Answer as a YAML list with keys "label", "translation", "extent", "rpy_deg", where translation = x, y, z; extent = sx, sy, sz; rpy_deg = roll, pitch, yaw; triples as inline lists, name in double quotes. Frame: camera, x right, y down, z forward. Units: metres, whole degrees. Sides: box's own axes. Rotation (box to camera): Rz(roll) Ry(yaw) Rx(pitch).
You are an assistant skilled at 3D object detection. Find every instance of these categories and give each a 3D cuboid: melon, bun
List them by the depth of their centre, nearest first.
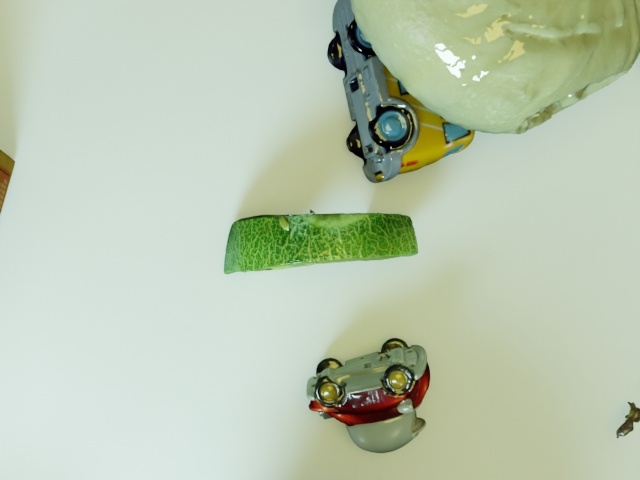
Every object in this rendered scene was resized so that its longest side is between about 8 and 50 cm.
- label: "bun"
  translation: [0.212, -0.296, 1.694]
  extent: [0.364, 0.202, 0.364]
  rpy_deg: [13, 66, -31]
- label: "melon"
  translation: [0.000, 0.000, 1.775]
  extent: [0.209, 0.118, 0.064]
  rpy_deg: [-3, 82, -9]

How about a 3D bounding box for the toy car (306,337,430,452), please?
- label: "toy car"
  translation: [0.060, 0.182, 1.780]
  extent: [0.139, 0.112, 0.112]
  rpy_deg: [-14, 105, 5]

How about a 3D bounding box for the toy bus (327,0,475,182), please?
- label: "toy bus"
  translation: [0.093, -0.178, 1.782]
  extent: [0.136, 0.126, 0.209]
  rpy_deg: [-13, 88, -13]

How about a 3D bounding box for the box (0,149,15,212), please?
- label: "box"
  translation: [-0.478, -0.029, 1.652]
  extent: [0.260, 0.283, 0.214]
  rpy_deg: [13, 85, -3]

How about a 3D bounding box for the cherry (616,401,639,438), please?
- label: "cherry"
  translation: [0.426, 0.275, 1.805]
  extent: [0.225, 0.090, 0.107]
  rpy_deg: [28, 89, 4]
